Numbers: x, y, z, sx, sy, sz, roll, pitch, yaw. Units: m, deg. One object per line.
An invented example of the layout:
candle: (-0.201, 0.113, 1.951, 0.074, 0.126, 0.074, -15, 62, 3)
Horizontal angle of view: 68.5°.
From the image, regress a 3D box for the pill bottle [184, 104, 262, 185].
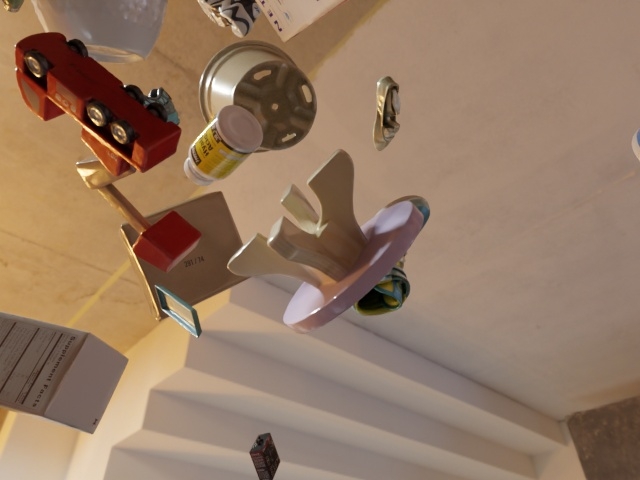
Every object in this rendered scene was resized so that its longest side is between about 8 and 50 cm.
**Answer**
pill bottle: (-0.131, -0.118, 0.613, 0.065, 0.065, 0.116, 27, -39, -29)

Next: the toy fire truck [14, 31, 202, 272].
toy fire truck: (-0.184, -0.073, 0.420, 0.192, 0.047, 0.135, 38, -46, 1)

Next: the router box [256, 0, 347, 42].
router box: (-0.067, -0.392, 0.473, 0.082, 0.301, 0.336, -40, -69, -7)

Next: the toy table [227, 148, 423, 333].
toy table: (0.000, 0.000, 0.722, 0.161, 0.252, 0.274, 43, -86, -15)

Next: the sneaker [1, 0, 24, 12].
sneaker: (-0.748, -0.635, 1.123, 0.064, 0.192, 0.086, -6, -19, -37)

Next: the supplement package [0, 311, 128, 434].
supplement package: (-0.366, 0.166, 0.602, 0.179, 0.105, 0.105, 9, -31, 14)

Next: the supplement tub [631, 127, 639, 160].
supplement tub: (0.364, -0.116, 0.449, 0.070, 0.071, 0.107, 4, -30, -6)

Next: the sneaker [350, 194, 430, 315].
sneaker: (0.164, 0.043, 1.034, 0.319, 0.208, 0.127, -44, -57, -4)

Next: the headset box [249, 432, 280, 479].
headset box: (-0.121, 0.464, 1.016, 0.032, 0.062, 0.084, -17, -80, 15)

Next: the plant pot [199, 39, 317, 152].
plant pot: (-0.157, -0.384, 1.317, 0.333, 0.305, 0.334, -7, -67, -17)

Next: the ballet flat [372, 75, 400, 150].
ballet flat: (0.214, -0.388, 1.484, 0.086, 0.086, 0.249, -3, -52, 2)

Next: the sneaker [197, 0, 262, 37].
sneaker: (-0.217, -0.627, 1.195, 0.153, 0.235, 0.094, -45, -35, -4)

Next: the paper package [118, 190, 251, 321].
paper package: (-0.420, 0.039, 1.471, 0.324, 0.310, 0.168, -25, 10, -27)

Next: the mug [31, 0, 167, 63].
mug: (-0.449, -0.547, 0.982, 0.275, 0.374, 0.329, 0, -81, -13)

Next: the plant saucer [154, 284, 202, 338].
plant saucer: (-0.315, 0.152, 1.039, 0.018, 0.192, 0.067, -24, -63, -34)

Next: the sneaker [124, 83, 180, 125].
sneaker: (-0.474, -0.313, 1.152, 0.104, 0.262, 0.125, 2, -65, 34)
